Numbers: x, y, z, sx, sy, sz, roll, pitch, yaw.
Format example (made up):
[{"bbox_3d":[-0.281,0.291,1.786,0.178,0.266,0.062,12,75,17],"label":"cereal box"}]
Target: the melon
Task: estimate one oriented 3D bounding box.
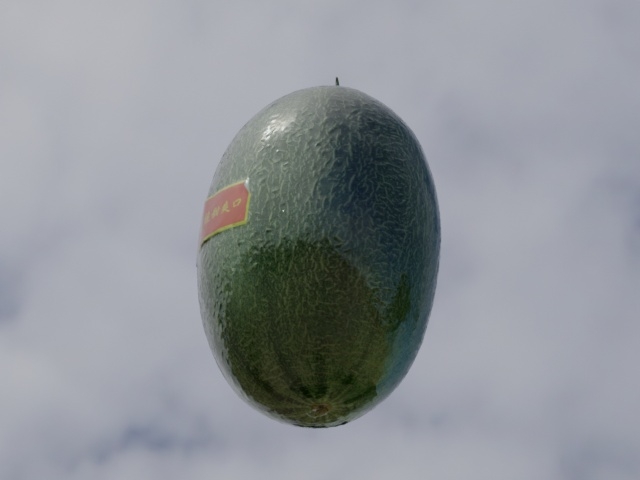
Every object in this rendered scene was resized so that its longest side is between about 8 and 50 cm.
[{"bbox_3d":[0.000,0.000,1.300,0.182,0.288,0.182,7,-32,4],"label":"melon"}]
